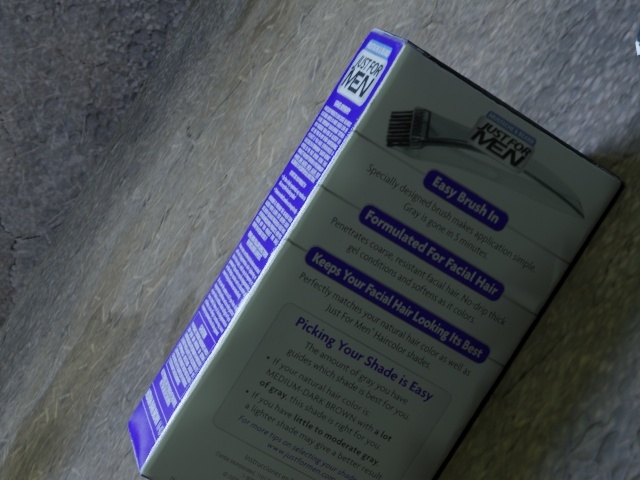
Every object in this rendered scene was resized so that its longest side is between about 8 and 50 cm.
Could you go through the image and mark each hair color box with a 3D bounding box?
[{"bbox_3d":[0.032,0.046,1.135,0.339,0.185,0.110,-57,17,6],"label":"hair color box"}]

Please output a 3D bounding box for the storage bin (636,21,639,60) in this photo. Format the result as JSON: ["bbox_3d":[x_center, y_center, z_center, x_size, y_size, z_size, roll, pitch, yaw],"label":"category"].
[{"bbox_3d":[0.266,-0.154,0.928,0.084,0.122,0.180,-32,33,55],"label":"storage bin"}]
